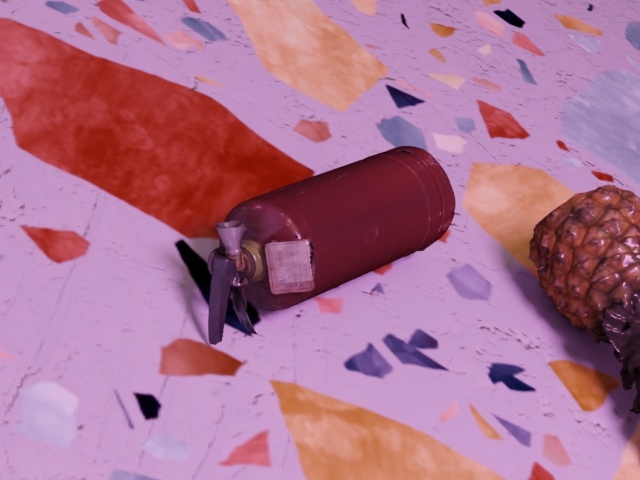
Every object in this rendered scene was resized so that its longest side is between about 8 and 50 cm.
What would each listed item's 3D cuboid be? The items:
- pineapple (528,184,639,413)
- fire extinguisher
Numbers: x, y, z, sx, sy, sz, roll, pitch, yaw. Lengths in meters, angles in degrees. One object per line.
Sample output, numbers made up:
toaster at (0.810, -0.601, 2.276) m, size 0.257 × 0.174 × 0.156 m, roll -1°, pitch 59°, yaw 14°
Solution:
pineapple at (0.276, 0.073, 1.296) m, size 0.128 × 0.128 × 0.248 m, roll 2°, pitch 49°, yaw -33°
fire extinguisher at (0.000, 0.000, 1.212) m, size 0.105 × 0.105 × 0.269 m, roll 45°, pitch 38°, yaw 19°
